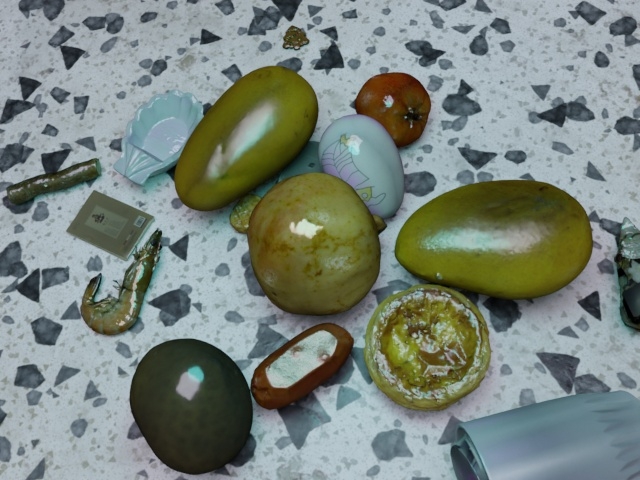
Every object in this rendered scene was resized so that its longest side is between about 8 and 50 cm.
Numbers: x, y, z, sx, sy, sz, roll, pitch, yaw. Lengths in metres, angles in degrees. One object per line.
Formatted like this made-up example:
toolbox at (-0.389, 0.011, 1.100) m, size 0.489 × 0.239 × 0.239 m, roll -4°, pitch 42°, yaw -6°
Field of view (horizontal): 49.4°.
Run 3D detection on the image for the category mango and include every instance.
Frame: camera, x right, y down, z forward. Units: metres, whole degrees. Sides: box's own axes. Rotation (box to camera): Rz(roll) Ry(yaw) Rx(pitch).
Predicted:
mango at (0.391, 0.004, 1.597) m, size 0.445 × 0.220 × 0.301 m, roll -10°, pitch 56°, yaw 4°
mango at (-0.191, -0.249, 1.749) m, size 0.446 × 0.232 × 0.300 m, roll -50°, pitch 32°, yaw -14°

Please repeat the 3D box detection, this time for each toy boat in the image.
toy boat at (-0.425, -0.269, 1.875) m, size 0.199 × 0.100 × 0.290 m, roll 30°, pitch 71°, yaw 18°

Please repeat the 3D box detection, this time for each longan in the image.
longan at (-0.281, 0.357, 1.504) m, size 0.243 × 0.300 × 0.300 m, roll -5°, pitch 56°, yaw -43°

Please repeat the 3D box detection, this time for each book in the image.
book at (-0.552, -0.041, 1.829) m, size 0.198 × 0.016 × 0.138 m, roll 23°, pitch 70°, yaw 15°

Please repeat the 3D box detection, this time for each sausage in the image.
sausage at (-0.042, 0.281, 1.568) m, size 0.258 × 0.133 × 0.133 m, roll -35°, pitch 67°, yaw -13°

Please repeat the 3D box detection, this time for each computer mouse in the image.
computer mouse at (-0.030, -0.166, 1.804) m, size 0.128 × 0.079 × 0.231 m, roll 27°, pitch 55°, yaw 17°

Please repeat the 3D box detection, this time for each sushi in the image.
sushi at (0.733, 0.081, 1.605) m, size 0.134 × 0.109 × 0.273 m, roll -10°, pitch 50°, yaw 6°

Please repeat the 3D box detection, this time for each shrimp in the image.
shrimp at (-0.498, 0.093, 1.744) m, size 0.169 × 0.058 × 0.296 m, roll 15°, pitch 72°, yaw 15°

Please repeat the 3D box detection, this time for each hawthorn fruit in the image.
hawthorn fruit at (0.175, -0.352, 1.824) m, size 0.196 × 0.196 × 0.225 m, roll -40°, pitch 43°, yaw -12°

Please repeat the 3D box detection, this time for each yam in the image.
yam at (-0.714, -0.160, 1.878) m, size 0.252 × 0.061 × 0.061 m, roll -19°, pitch 65°, yaw -4°

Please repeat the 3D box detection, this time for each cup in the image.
cup at (0.463, 0.445, 1.374) m, size 0.371 × 0.253 × 0.253 m, roll -15°, pitch 65°, yaw -3°

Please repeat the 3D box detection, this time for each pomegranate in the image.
pomegranate at (0.000, 0.000, 1.599) m, size 0.342 × 0.342 × 0.343 m, roll -2°, pitch 65°, yaw 5°

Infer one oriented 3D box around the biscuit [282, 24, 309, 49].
biscuit at (-0.075, -0.594, 2.034) m, size 0.082 × 0.016 × 0.092 m, roll -10°, pitch 66°, yaw 2°

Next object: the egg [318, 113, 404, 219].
egg at (0.103, -0.176, 1.711) m, size 0.196 × 0.196 × 0.271 m, roll -15°, pitch 99°, yaw -1°

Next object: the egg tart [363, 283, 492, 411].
egg tart at (0.239, 0.243, 1.565) m, size 0.290 × 0.115 × 0.290 m, roll -2°, pitch 68°, yaw 5°

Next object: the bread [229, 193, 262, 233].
bread at (-0.187, -0.071, 1.790) m, size 0.083 × 0.044 × 0.111 m, roll 20°, pitch 71°, yaw 16°
